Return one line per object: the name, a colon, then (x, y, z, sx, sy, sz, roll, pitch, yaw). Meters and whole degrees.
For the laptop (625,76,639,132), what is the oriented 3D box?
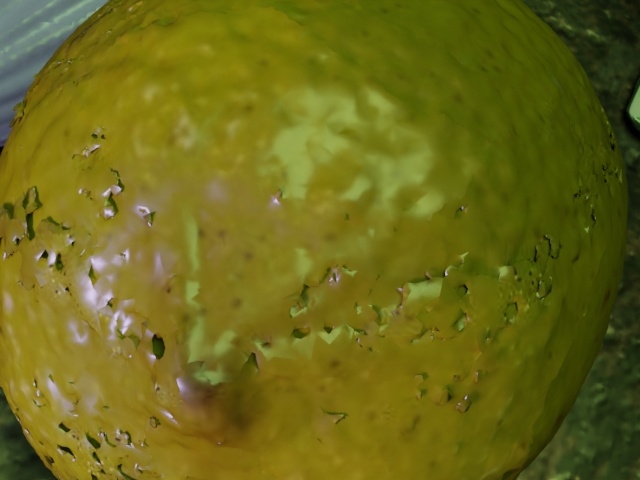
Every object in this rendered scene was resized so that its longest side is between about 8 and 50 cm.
laptop: (0.341, -0.077, 0.774, 0.269, 0.015, 0.188, 32, 63, -4)

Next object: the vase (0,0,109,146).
vase: (-0.085, -0.133, 0.601, 0.248, 0.128, 0.128, -33, 82, -17)

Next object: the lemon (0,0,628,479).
lemon: (0.000, 0.000, 0.495, 0.258, 0.258, 0.310, 45, 34, 3)
